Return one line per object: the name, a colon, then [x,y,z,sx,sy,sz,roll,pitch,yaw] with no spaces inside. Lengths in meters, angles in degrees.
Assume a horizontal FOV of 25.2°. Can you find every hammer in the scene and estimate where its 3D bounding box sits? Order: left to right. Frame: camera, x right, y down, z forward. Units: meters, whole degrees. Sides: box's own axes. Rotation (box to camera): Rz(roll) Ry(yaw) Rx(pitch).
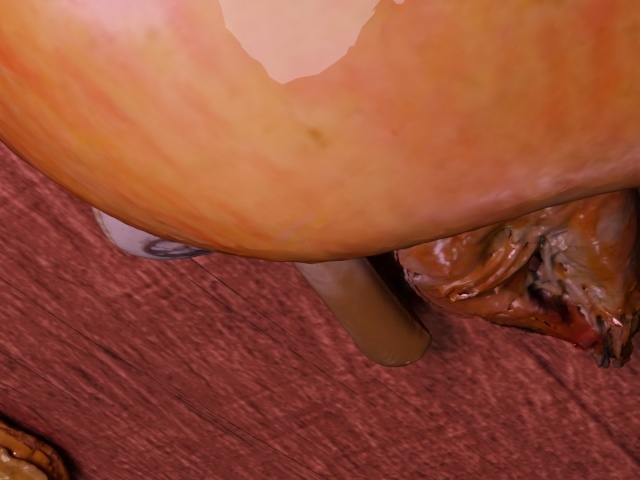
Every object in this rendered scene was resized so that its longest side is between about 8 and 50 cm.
hammer: [0.000,0.000,0.924,0.202,0.113,0.305,-9,144,28]

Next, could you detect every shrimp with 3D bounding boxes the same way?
shrimp: [0.144,0.015,0.905,0.154,0.062,0.294,-34,135,9]

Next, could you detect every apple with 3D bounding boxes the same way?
apple: [0.022,-0.171,0.460,0.391,0.347,0.391,-11,177,0]

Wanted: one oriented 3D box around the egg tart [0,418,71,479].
egg tart: [-0.368,0.244,1.310,0.294,0.123,0.294,6,142,5]
